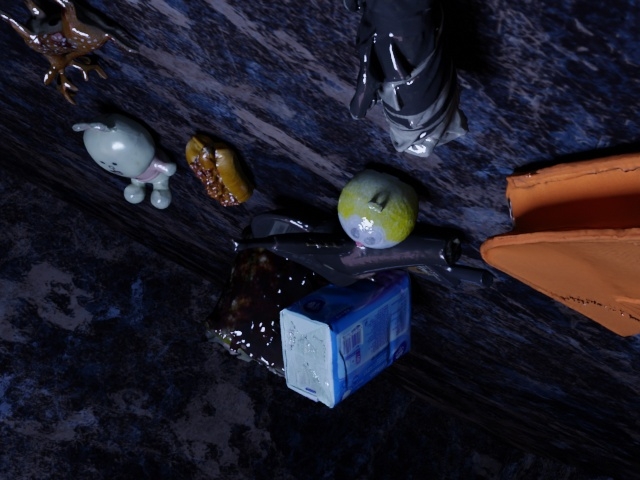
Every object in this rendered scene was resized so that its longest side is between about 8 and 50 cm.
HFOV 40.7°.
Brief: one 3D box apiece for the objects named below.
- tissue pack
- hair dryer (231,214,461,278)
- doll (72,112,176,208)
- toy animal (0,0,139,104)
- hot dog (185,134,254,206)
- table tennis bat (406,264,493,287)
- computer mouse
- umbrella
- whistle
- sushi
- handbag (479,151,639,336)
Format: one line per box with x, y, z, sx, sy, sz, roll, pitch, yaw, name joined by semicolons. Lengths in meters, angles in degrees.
0.056;0.182;1.750;0.146;0.263;0.198;18;123;36;tissue pack
0.018;0.012;1.380;0.359;0.120;0.303;-1;-174;-44;hair dryer
-0.374;-0.173;1.676;0.154;0.113;0.275;10;154;25;doll
-0.384;-0.291;1.269;0.243;0.087;0.260;17;161;41;toy animal
-0.187;-0.120;1.576;0.102;0.076;0.249;26;168;14;hot dog
0.217;0.050;1.585;0.150;0.027;0.236;37;166;-37;table tennis bat
0.000;0.000;1.660;0.264;0.088;0.147;32;149;-4;computer mouse
0.059;-0.201;0.738;0.106;0.113;0.358;-6;153;12;umbrella
0.087;-0.040;1.304;0.122;0.123;0.223;25;-179;7;whistle
-0.090;0.146;1.938;0.299;0.294;0.281;24;167;6;sushi
0.394;0.017;0.934;0.303;0.116;0.410;28;168;-20;handbag
